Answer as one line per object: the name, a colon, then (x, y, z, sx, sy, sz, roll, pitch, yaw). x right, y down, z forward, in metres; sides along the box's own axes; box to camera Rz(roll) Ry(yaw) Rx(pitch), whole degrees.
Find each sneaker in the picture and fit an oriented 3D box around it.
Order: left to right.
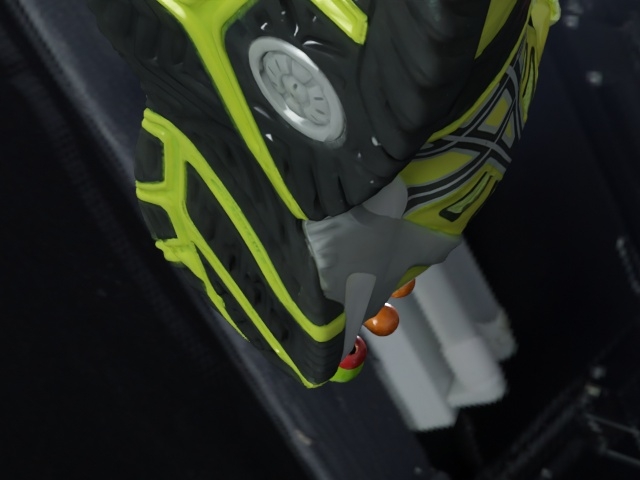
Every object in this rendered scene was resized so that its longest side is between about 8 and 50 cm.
sneaker: (0.012, -0.083, 0.506, 0.145, 0.384, 0.147, 43, -110, 11)

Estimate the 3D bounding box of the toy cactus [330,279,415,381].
toy cactus: (0.000, 0.000, 0.930, 0.112, 0.180, 0.219, -12, -113, -6)
